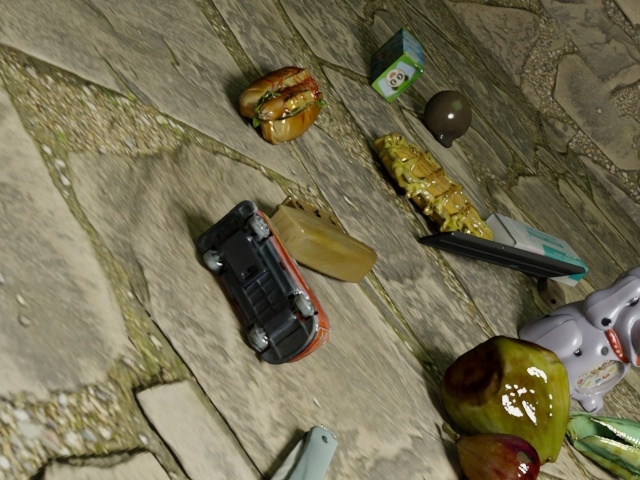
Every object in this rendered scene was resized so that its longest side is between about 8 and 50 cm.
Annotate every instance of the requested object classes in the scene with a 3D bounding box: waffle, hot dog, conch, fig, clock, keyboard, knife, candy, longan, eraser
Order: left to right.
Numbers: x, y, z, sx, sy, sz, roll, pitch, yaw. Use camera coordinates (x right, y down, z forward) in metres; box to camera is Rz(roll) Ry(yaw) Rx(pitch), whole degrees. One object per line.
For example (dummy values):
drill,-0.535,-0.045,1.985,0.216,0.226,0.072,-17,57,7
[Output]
hot dog,-0.046,-0.204,1.520,0.104,0.076,0.250,48,20,-2
knife,-0.019,0.211,0.937,0.044,0.023,0.162,43,22,-2
candy,0.156,-0.358,2.125,0.062,0.097,0.194,42,22,-17
waffle,0.199,-0.075,1.780,0.291,0.051,0.291,40,20,-18
longan,0.261,-0.251,2.159,0.106,0.106,0.119,15,81,-54
fig,0.188,0.250,1.203,0.125,0.088,0.089,27,17,17
fig,0.237,0.197,1.286,0.154,0.144,0.165,-25,86,-45
keyboard,0.336,0.041,1.690,0.381,0.103,0.041,22,72,-27
eraser,0.405,0.018,1.980,0.225,0.052,0.095,19,30,-39
conch,0.436,0.310,1.567,0.170,0.079,0.105,19,27,-24
clock,0.473,0.141,1.678,0.189,0.254,0.188,40,27,-26

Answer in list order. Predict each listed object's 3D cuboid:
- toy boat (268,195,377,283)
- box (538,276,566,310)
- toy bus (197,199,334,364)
toy boat,0.000,0.000,1.288,0.200,0.057,0.077,25,25,-44
box,0.439,0.099,1.985,0.053,0.024,0.083,45,20,-7
toy bus,-0.051,0.049,1.085,0.174,0.079,0.077,58,14,23
